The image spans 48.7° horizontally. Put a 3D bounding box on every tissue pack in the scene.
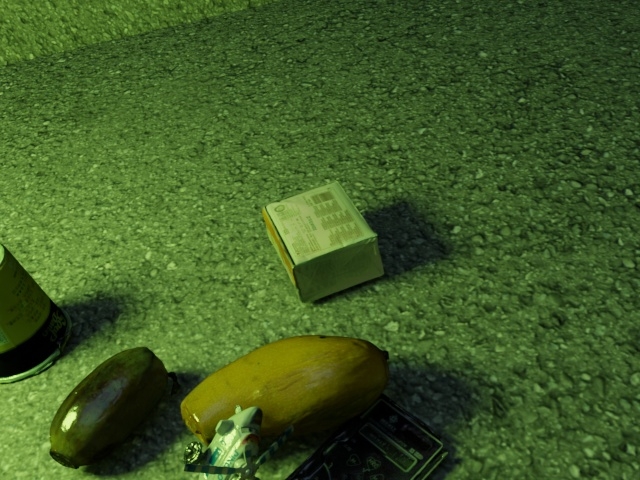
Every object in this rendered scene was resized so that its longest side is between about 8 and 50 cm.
[{"bbox_3d":[0.000,0.000,1.465,0.185,0.124,0.225,-21,40,-8],"label":"tissue pack"}]

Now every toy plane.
[{"bbox_3d":[-0.159,0.373,1.046,0.182,0.273,0.107,16,9,-40],"label":"toy plane"}]

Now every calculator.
[{"bbox_3d":[0.059,0.365,1.096,0.274,0.028,0.165,-38,46,-27],"label":"calculator"}]

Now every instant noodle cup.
[{"bbox_3d":[-0.638,0.133,1.397,0.215,0.236,0.216,-8,42,7],"label":"instant noodle cup"}]

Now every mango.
[{"bbox_3d":[-0.059,0.245,1.175,0.359,0.144,0.187,-13,20,7],"label":"mango"}]

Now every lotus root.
[{"bbox_3d":[-0.366,0.286,1.232,0.124,0.123,0.241,9,41,37],"label":"lotus root"}]
